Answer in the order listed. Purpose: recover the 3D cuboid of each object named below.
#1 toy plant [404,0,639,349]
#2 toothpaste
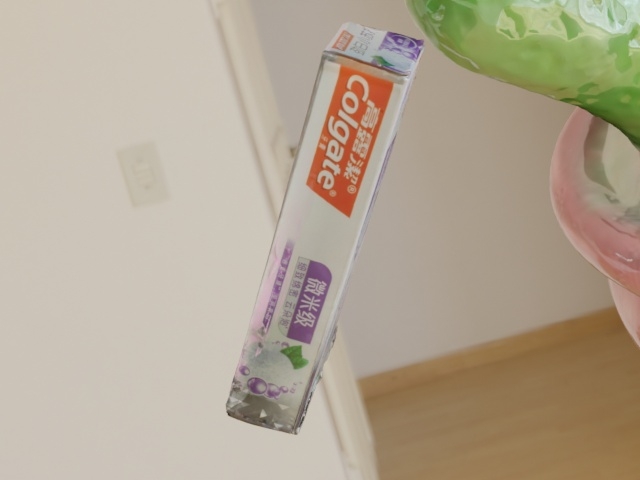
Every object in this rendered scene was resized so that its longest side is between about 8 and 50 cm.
[{"bbox_3d":[0.240,-0.079,0.568,0.317,0.356,0.210,-24,33,10],"label":"toy plant"},{"bbox_3d":[0.000,0.000,0.497,0.040,0.196,0.047,19,31,4],"label":"toothpaste"}]
